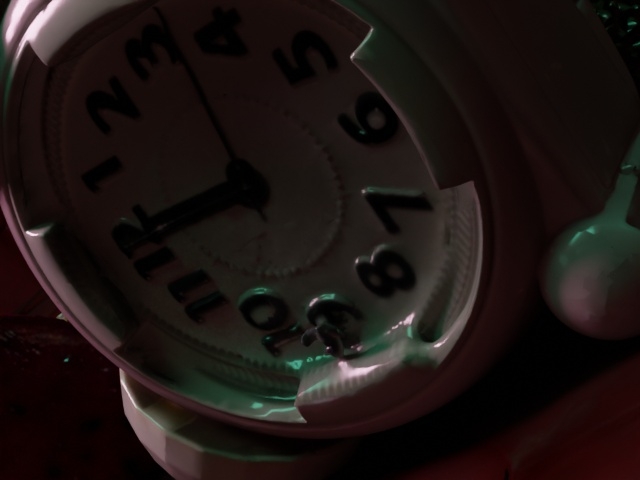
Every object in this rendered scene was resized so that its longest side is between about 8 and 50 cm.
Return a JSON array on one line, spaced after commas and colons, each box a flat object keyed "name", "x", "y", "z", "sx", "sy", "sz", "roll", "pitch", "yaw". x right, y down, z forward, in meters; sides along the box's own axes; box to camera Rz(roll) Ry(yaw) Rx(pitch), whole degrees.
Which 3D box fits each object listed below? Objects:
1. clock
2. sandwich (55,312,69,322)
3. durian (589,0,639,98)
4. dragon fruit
[{"name": "clock", "x": -0.024, "y": -0.045, "z": 0.704, "sx": 0.326, "sy": 0.342, "sz": 0.184, "roll": -28, "pitch": 10, "yaw": 28}, {"name": "sandwich", "x": -0.308, "y": 0.195, "z": 1.438, "sx": 0.271, "sy": 0.099, "sz": 0.301, "roll": -44, "pitch": 11, "yaw": -6}, {"name": "durian", "x": 0.127, "y": -0.103, "z": 0.848, "sx": 0.196, "sy": 0.167, "sz": 0.196, "roll": -48, "pitch": 14, "yaw": 16}, {"name": "dragon fruit", "x": -0.231, "y": 0.195, "z": 1.075, "sx": 0.330, "sy": 0.240, "sz": 0.302, "roll": -23, "pitch": -23, "yaw": -12}]
